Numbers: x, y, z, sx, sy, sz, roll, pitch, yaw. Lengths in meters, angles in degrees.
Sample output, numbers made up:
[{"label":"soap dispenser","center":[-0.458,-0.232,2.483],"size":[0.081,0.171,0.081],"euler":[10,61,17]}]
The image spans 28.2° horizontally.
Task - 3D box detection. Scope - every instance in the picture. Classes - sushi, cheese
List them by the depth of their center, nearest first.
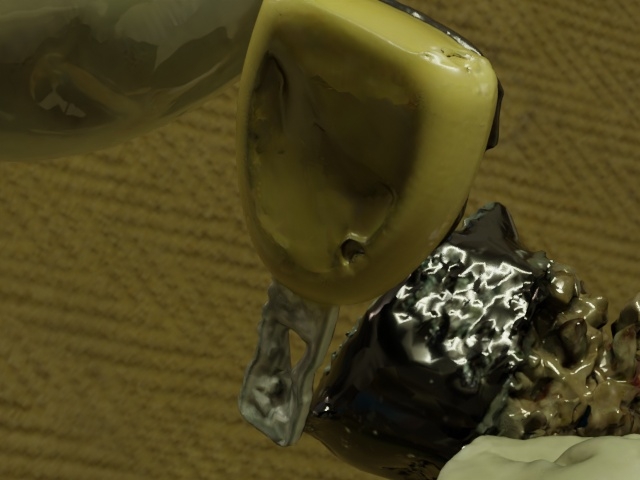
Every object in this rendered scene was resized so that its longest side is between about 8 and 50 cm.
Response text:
[{"label":"cheese","center":[0.001,0.000,0.418],"size":[0.086,0.162,0.036],"euler":[30,34,22]},{"label":"sushi","center":[0.128,0.116,0.922],"size":[0.218,0.238,0.225],"euler":[41,84,11]}]

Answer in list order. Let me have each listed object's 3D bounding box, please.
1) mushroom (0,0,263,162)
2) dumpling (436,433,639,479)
[{"label":"mushroom","center":[-0.119,-0.205,0.591],"size":[0.315,0.315,0.356],"euler":[51,45,2]},{"label":"dumpling","center":[0.156,0.170,0.689],"size":[0.258,0.147,0.193],"euler":[-4,41,-38]}]
